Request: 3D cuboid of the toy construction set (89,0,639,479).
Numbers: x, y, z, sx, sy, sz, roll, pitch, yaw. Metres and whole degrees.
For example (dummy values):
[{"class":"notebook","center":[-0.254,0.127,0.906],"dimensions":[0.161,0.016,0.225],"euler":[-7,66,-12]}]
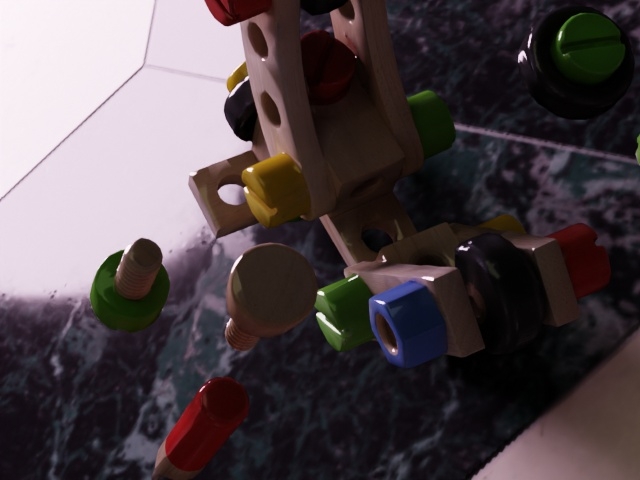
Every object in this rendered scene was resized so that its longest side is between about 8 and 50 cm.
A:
[{"class":"toy construction set","center":[0.000,0.000,0.920],"dimensions":[0.309,0.257,0.237],"euler":[-50,-2,-26]}]
